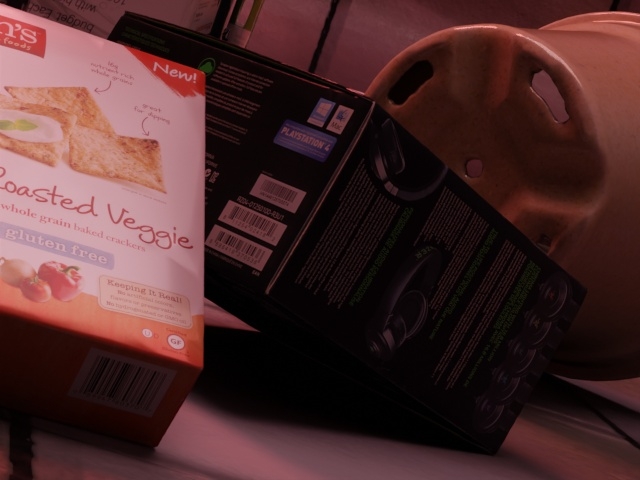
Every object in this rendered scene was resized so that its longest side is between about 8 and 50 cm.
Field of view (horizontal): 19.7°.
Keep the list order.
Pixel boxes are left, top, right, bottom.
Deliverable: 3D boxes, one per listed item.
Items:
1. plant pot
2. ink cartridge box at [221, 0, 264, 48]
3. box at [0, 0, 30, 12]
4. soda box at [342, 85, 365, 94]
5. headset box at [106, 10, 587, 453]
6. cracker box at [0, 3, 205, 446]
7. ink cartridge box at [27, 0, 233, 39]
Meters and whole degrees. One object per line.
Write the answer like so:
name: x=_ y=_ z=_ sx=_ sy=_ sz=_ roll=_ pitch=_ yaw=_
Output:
plant pot: x=0.180 y=-0.048 z=1.534 sx=0.333 sy=0.334 sz=0.305 roll=22 pitch=8 yaw=29
ink cartridge box: x=-0.053 y=-0.098 z=1.590 sx=0.097 sy=0.255 sz=0.189 roll=18 pitch=6 yaw=-11
box: x=-0.364 y=-0.163 z=1.368 sx=0.270 sy=0.216 sz=0.060 roll=16 pitch=6 yaw=-27
soda box: x=0.015 y=-0.043 z=1.663 sx=0.069 sy=0.074 sz=0.216 roll=16 pitch=44 yaw=-29
headset box: x=0.000 y=0.000 z=1.190 sx=0.246 sy=0.131 sz=0.283 roll=24 pitch=-9 yaw=44
cracker box: x=-0.140 y=-0.019 z=0.935 sx=0.155 sy=0.067 sz=0.232 roll=17 pitch=39 yaw=-18
ink cartridge box: x=-0.229 y=-0.234 z=1.621 sx=0.285 sy=0.395 sz=0.166 roll=20 pitch=3 yaw=8
